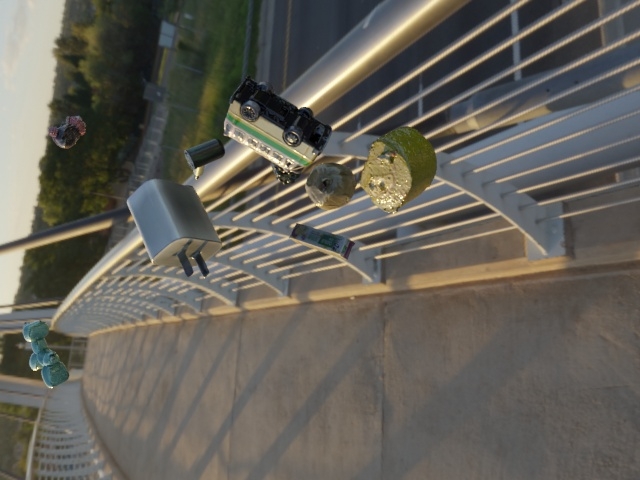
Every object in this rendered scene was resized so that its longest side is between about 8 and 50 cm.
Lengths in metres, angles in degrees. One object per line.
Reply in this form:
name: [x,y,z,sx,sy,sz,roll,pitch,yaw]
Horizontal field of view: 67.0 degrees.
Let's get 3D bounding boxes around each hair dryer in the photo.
hair dryer: [-0.336,-0.217,1.370,0.057,0.100,0.197,61,154,3]

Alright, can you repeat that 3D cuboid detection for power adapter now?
power adapter: [-0.362,-0.016,1.243,0.124,0.187,0.255,-36,70,21]

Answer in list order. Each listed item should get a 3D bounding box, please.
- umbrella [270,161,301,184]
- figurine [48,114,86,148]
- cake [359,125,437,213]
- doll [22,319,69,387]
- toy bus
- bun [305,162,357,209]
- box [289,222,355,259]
umbrella: [-0.157,-0.365,1.685,0.143,0.094,0.349,59,-168,-74]
figurine: [-0.702,-0.311,1.356,0.129,0.054,0.072,-78,-24,-48]
cake: [0.235,-0.205,1.482,0.179,0.156,0.261,50,151,23]
doll: [-0.698,0.272,1.212,0.159,0.059,0.159,31,128,31]
toy bus: [-0.137,-0.337,1.484,0.179,0.305,0.143,-51,14,46]
bun: [0.031,-0.187,1.648,0.166,0.113,0.173,45,111,9]
box: [0.000,0.000,1.284,0.207,0.041,0.050,18,80,45]
